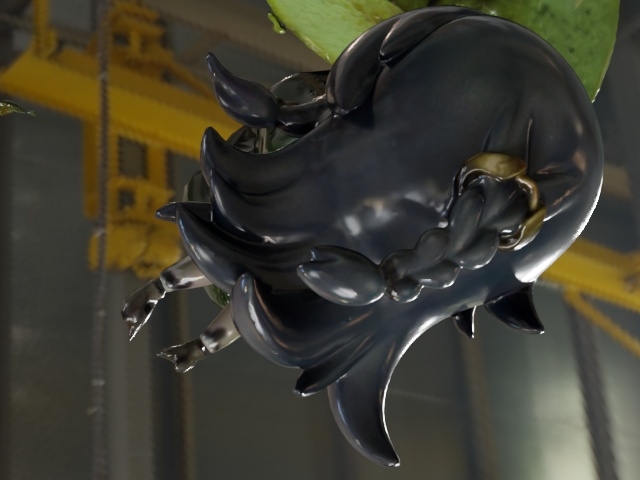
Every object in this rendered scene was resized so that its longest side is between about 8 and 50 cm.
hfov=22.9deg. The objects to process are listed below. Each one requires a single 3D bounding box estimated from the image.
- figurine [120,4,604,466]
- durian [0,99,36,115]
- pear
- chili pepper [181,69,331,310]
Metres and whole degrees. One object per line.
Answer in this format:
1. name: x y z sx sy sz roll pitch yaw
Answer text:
1. figurine: 0.035 -0.014 0.869 0.265 0.197 0.175 -54 -35 -16
2. durian: -0.329 -0.074 1.156 0.137 0.220 0.095 34 -135 -40
3. pear: 0.120 -0.295 1.434 0.342 0.238 0.318 33 -102 -29
4. chili pepper: 0.000 0.000 1.098 0.165 0.174 0.261 46 -167 -37
